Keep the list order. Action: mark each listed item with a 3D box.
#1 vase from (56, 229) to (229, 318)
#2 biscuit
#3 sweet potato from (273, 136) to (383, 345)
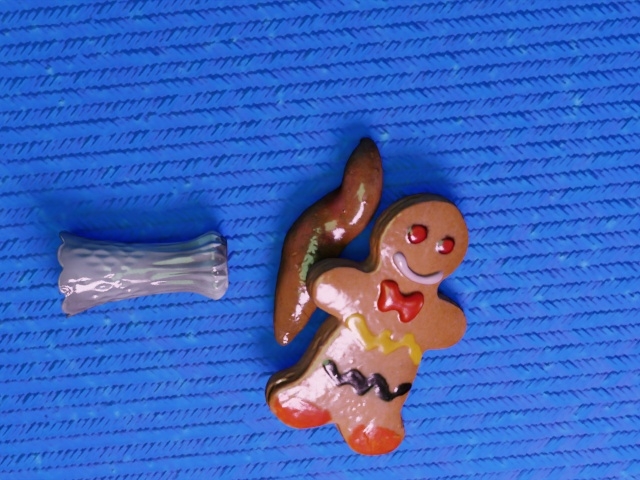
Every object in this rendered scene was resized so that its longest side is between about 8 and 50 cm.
[{"bbox_3d":[-0.156,0.025,1.288,0.149,0.081,0.081,-4,101,-2],"label":"vase"},{"bbox_3d":[0.056,0.073,1.286,0.165,0.036,0.250,22,102,-26],"label":"biscuit"},{"bbox_3d":[0.001,0.001,1.290,0.058,0.055,0.202,24,101,-26],"label":"sweet potato"}]
